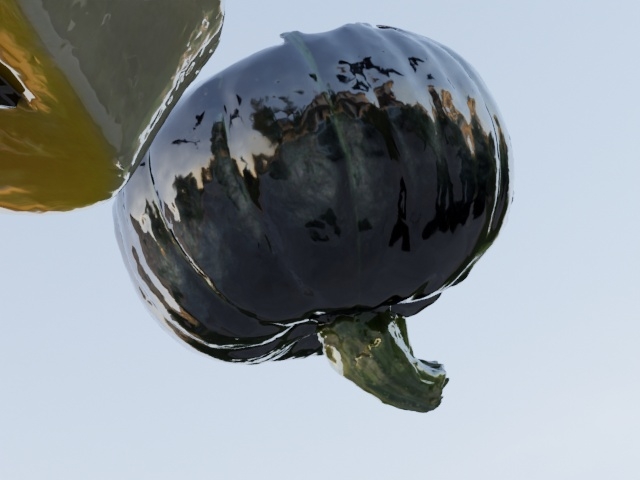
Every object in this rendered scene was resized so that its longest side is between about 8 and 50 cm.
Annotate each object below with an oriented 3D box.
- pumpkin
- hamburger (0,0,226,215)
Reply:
[{"bbox_3d":[0.000,0.000,1.025,0.296,0.295,0.295,-20,-35,-14],"label":"pumpkin"},{"bbox_3d":[-0.151,-0.125,0.498,0.227,0.151,0.295,5,-22,11],"label":"hamburger"}]
